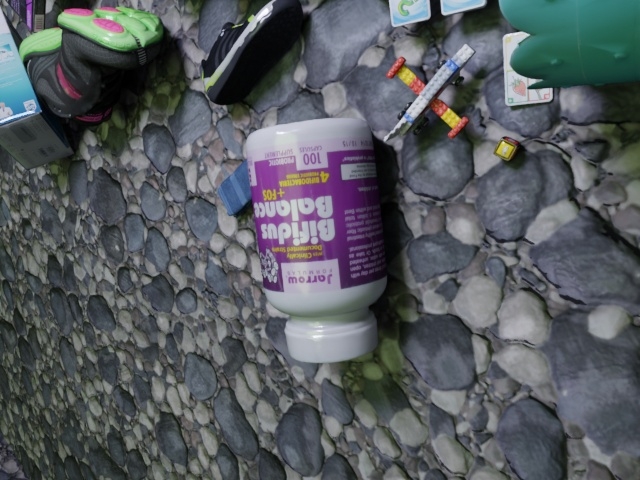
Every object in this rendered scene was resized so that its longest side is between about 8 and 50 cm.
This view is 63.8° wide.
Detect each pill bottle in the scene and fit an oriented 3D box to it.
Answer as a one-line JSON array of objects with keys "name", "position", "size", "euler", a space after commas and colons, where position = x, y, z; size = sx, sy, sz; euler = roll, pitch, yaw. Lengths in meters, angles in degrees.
[{"name": "pill bottle", "position": [0.000, 0.000, 0.689], "size": [0.169, 0.169, 0.301], "euler": [-2, 97, 41]}]

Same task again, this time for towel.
[{"name": "towel", "position": [-0.128, -0.093, 0.873], "size": [0.119, 0.029, 0.067], "euler": [-35, 76, 40]}]

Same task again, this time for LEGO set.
[{"name": "LEGO set", "position": [0.156, -0.205, 0.567], "size": [0.182, 0.060, 0.244], "euler": [2, 108, 33]}]

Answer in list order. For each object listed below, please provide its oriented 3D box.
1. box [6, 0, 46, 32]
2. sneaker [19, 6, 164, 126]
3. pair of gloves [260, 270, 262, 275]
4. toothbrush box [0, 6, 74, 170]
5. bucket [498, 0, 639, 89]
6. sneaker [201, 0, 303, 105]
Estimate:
[{"name": "box", "position": [-0.618, -0.525, 1.058], "size": [0.162, 0.029, 0.116], "euler": [47, 133, 18]}, {"name": "sneaker", "position": [-0.442, -0.335, 1.021], "size": [0.483, 0.185, 0.202], "euler": [9, 114, 49]}, {"name": "pair of gloves", "position": [-0.067, 0.057, 0.864], "size": [0.074, 0.010, 0.083], "euler": [45, 127, 23]}, {"name": "toothbrush box", "position": [-0.721, -0.350, 1.209], "size": [0.295, 0.126, 0.216], "euler": [62, 167, 12]}, {"name": "bucket", "position": [0.254, -0.240, 0.360], "size": [0.183, 0.281, 0.281], "euler": [10, 105, 34]}, {"name": "sneaker", "position": [-0.124, -0.306, 0.790], "size": [0.235, 0.084, 0.097], "euler": [-33, 76, 40]}]
